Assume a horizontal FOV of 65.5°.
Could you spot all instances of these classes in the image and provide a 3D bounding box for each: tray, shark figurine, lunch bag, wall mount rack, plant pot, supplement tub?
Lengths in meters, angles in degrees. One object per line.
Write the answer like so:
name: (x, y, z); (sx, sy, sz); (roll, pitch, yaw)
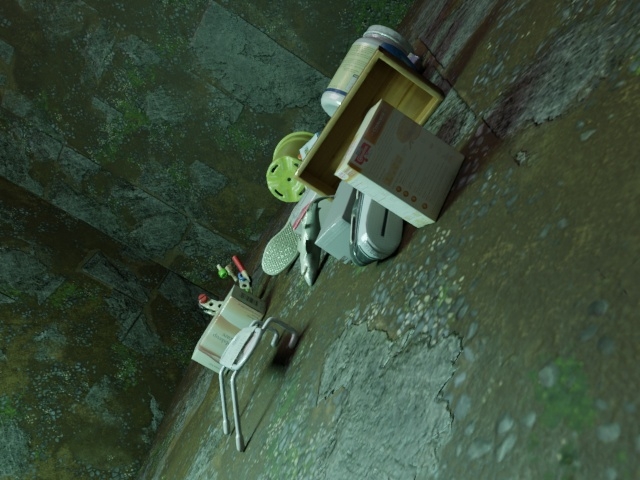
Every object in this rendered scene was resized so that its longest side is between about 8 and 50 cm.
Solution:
tray: (0.119, -0.280, 1.333); (0.411, 0.202, 0.076); (-52, 12, 30)
shark figurine: (0.000, -0.029, 1.416); (0.166, 0.116, 0.279); (-112, 27, -58)
lunch bag: (0.303, -0.565, 1.650); (0.071, 0.053, 0.083); (-49, -28, 1)
wall mount rack: (-0.189, 0.345, 1.269); (0.304, 0.130, 0.350); (-59, 10, -19)
plant pot: (-0.094, -0.276, 1.994); (0.276, 0.276, 0.254); (-54, 3, 25)
supplement tub: (0.174, -0.575, 1.796); (0.325, 0.235, 0.235); (-59, 11, -1)

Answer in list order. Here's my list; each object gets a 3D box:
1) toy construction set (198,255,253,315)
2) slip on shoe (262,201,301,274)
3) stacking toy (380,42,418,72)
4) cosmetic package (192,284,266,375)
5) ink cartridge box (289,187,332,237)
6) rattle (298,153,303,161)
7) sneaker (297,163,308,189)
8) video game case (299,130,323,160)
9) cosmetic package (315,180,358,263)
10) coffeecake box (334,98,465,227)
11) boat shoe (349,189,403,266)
toy construction set: (-0.343, 0.253, 2.058); (0.237, 0.257, 0.309); (50, 137, 33)
slip on shoe: (-0.114, -0.004, 1.915); (0.332, 0.122, 0.101); (-61, -7, -21)
stacking toy: (0.161, -0.460, 1.585); (0.301, 0.175, 0.166); (-40, 16, 30)
cosmetic package: (-0.344, 0.340, 1.886); (0.296, 0.153, 0.129); (-58, 10, 12)
ink cartridge box: (0.000, -0.109, 1.634); (0.207, 0.117, 0.283); (-58, 11, 5)
rattle: (0.044, -0.291, 1.696); (0.143, 0.199, 0.130); (-53, 8, 32)
sneaker: (-0.017, -0.204, 1.828); (0.090, 0.235, 0.095); (25, 85, 35)
video game case: (0.089, -0.322, 1.563); (0.269, 0.061, 0.244); (-21, 2, -13)
cosmetic package: (0.085, -0.074, 1.201); (0.127, 0.107, 0.238); (-45, 15, 44)
coffeecake box: (0.141, -0.133, 0.879); (0.143, 0.185, 0.068); (-62, 11, -16)
boat shoe: (0.120, -0.097, 1.048); (0.119, 0.121, 0.335); (-37, 26, 52)
